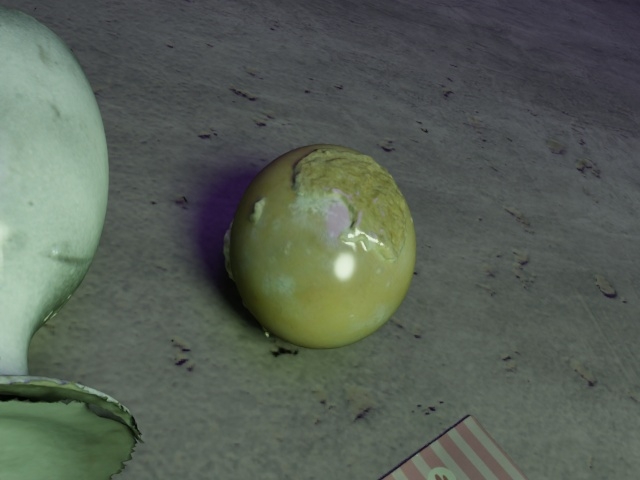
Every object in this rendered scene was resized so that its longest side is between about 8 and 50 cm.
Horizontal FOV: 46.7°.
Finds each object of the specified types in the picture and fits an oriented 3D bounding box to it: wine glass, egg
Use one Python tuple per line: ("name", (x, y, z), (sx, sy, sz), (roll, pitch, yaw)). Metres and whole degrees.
("wine glass", (-0.221, 0.002, 0.473), (0.191, 0.190, 0.357), (2, 48, -29))
("egg", (0.004, -0.001, 0.628), (0.164, 0.164, 0.201), (19, 34, -12))

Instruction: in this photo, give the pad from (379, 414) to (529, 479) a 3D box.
("pad", (0.092, 0.257, 0.518), (0.300, 0.005, 0.202), (-18, 57, -43))
